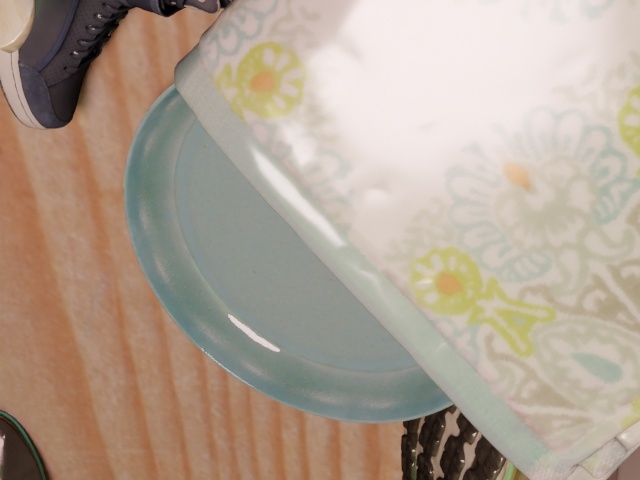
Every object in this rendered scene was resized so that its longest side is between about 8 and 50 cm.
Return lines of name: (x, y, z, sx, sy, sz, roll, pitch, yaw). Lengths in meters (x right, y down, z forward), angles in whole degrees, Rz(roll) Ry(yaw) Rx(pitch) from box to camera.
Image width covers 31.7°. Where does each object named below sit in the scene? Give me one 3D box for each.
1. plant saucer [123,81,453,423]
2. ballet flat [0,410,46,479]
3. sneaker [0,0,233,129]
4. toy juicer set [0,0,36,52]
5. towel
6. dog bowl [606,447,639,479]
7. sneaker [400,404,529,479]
plant saucer: (0.000, 0.000, 0.844, 0.317, 0.044, 0.318, 13, 127, 18)
ballet flat: (-0.325, 0.303, 1.154, 0.095, 0.096, 0.280, 7, 126, 13)
sneaker: (-0.131, -0.154, 0.768, 0.163, 0.086, 0.226, 19, 127, 7)
toy juicer set: (-0.156, -0.293, 0.605, 0.089, 0.209, 0.329, 4, 137, -42)
towel: (0.142, -0.065, 0.652, 0.320, 0.090, 0.374, -41, 96, 21)
dog bowl: (0.301, 0.136, 0.694, 0.102, 0.349, 0.349, 32, 129, -22)
sneaker: (0.170, 0.230, 0.953, 0.182, 0.158, 0.410, -8, 126, -15)
